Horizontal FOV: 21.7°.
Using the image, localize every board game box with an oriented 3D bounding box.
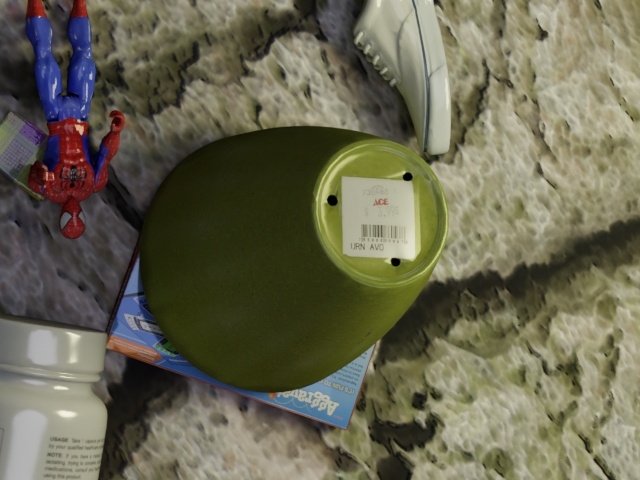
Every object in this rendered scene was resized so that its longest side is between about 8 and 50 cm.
[{"bbox_3d":[-0.076,0.089,1.758,0.281,0.027,0.145,21,83,-19],"label":"board game box"}]

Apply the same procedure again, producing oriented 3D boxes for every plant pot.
[{"bbox_3d":[0.000,0.000,1.616,0.275,0.293,0.274,4,79,-23],"label":"plant pot"}]

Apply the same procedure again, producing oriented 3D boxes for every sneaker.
[{"bbox_3d":[0.081,-0.214,1.782,0.091,0.094,0.258,-11,91,0],"label":"sneaker"}]

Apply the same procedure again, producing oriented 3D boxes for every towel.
[{"bbox_3d":[-0.296,-0.085,1.685,0.083,0.009,0.060,37,80,-16],"label":"towel"}]

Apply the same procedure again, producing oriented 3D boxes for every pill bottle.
[{"bbox_3d":[-0.294,0.218,1.615,0.160,0.160,0.283,10,88,-19],"label":"pill bottle"}]

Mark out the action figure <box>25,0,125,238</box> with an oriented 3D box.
[{"bbox_3d":[-0.243,-0.141,1.631,0.091,0.139,0.280,-3,92,-20],"label":"action figure"}]
